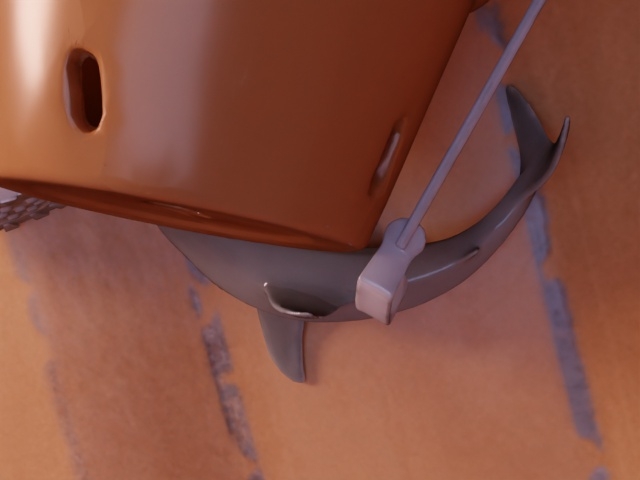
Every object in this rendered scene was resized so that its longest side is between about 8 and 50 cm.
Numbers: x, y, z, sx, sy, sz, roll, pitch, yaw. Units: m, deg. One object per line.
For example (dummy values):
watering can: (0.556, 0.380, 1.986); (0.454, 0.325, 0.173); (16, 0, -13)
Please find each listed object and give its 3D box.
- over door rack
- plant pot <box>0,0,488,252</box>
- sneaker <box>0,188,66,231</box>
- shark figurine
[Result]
over door rack: (0.189, -0.054, 0.666); (0.239, 0.108, 0.324); (28, 92, 12)
plant pot: (-0.058, -0.111, 0.690); (0.291, 0.291, 0.203); (10, 86, 11)
sneaker: (-0.184, -0.072, 0.866); (0.235, 0.090, 0.094); (-26, 86, 10)
shark figurine: (0.026, 0.013, 0.812); (0.278, 0.116, 0.166); (-10, 100, 17)
